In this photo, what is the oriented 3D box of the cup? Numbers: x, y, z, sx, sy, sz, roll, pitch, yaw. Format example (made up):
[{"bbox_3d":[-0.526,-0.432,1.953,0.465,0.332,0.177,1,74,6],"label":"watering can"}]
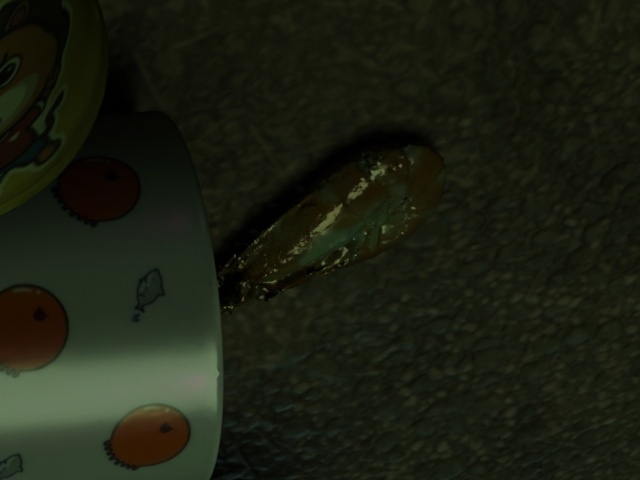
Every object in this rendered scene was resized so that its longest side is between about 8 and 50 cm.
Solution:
[{"bbox_3d":[-0.229,0.049,0.900,0.317,0.212,0.212,-6,135,-18],"label":"cup"}]

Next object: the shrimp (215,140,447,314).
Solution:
[{"bbox_3d":[0.000,0.000,1.077,0.184,0.043,0.091,-30,141,6],"label":"shrimp"}]

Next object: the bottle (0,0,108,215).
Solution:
[{"bbox_3d":[-0.188,-0.124,0.669,0.171,0.171,0.351,-20,168,-4],"label":"bottle"}]
